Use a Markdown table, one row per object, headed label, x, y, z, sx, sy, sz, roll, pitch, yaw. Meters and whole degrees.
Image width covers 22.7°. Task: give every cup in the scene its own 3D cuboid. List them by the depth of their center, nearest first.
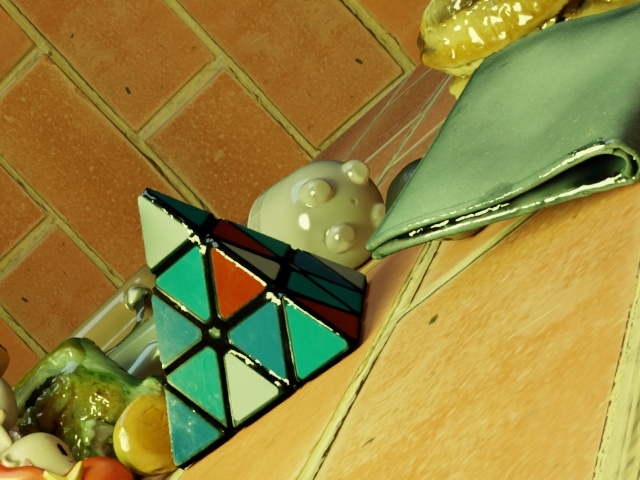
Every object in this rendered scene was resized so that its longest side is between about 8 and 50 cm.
| label | x | y | z | sx | sy | sz | roll | pitch | yaw |
| --- | --- | --- | --- | --- | --- | --- | --- | --- | --- |
| cup | -0.006 | -0.011 | 1.800 | 0.173 | 0.134 | 0.142 | -45 | 8 | -30 |

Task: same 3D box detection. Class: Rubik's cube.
| label | x | y | z | sx | sy | sz | roll | pitch | yaw |
| --- | --- | --- | --- | --- | --- | --- | --- | --- | --- |
| Rubik's cube | -0.002 | 0.061 | 1.564 | 0.250 | 0.284 | 0.234 | -4 | 9 | 40 |

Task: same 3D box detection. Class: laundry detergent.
| label | x | y | z | sx | sy | sz | roll | pitch | yaw |
| --- | --- | --- | --- | --- | --- | --- | --- | --- | --- |
| laundry detergent | -0.260 | 0.203 | 2.076 | 0.280 | 0.105 | 0.215 | -42 | -1 | -9 |

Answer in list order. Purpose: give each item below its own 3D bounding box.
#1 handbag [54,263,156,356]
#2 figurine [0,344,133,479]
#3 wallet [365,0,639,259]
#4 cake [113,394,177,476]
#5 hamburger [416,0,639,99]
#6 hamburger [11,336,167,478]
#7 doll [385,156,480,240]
| label | x | y | z | sx | sy | sz | roll | pitch | yaw |
| --- | --- | --- | --- | --- | --- | --- | --- | --- | --- |
| handbag | -0.293 | 0.167 | 2.320 | 0.302 | 0.149 | 0.283 | -42 | 2 | -15 |
| figurine | -0.332 | 0.239 | 1.625 | 0.208 | 0.257 | 0.181 | -18 | -39 | -38 |
| wallet | 0.182 | -0.099 | 1.261 | 0.290 | 0.054 | 0.251 | -17 | 27 | 44 |
| cake | -0.172 | 0.202 | 1.636 | 0.084 | 0.084 | 0.044 | -47 | 4 | -32 |
| hamburger | 0.249 | -0.252 | 1.599 | 0.284 | 0.174 | 0.304 | -35 | 9 | 41 |
| hamburger | -0.277 | 0.210 | 1.850 | 0.192 | 0.167 | 0.288 | -46 | 6 | -14 |
| doll | 0.130 | -0.050 | 1.423 | 0.179 | 0.089 | 0.102 | -28 | -29 | 27 |
